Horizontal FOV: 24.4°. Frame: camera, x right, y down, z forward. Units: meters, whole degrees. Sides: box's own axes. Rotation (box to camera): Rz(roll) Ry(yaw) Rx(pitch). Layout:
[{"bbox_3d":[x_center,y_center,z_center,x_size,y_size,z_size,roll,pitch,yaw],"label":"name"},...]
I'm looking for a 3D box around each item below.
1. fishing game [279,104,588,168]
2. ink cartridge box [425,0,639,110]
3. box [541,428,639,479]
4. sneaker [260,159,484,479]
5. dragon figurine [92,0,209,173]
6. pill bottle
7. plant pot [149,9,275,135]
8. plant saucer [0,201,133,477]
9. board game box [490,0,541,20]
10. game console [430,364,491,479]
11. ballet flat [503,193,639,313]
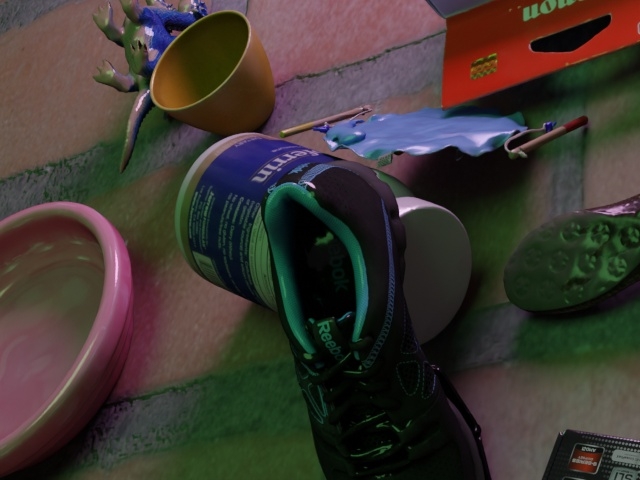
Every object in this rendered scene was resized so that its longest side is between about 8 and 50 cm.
[{"bbox_3d":[0.096,-0.091,1.341,0.264,0.041,0.189,6,19,35],"label":"fishing game"},{"bbox_3d":[0.217,-0.265,1.358,0.275,0.060,0.239,-17,49,30],"label":"ink cartridge box"},{"bbox_3d":[0.247,0.248,0.973,0.270,0.060,0.216,4,60,43],"label":"box"},{"bbox_3d":[0.025,0.106,1.119,0.125,0.139,0.341,-20,85,18],"label":"sneaker"},{"bbox_3d":[-0.180,-0.198,1.688,0.085,0.144,0.289,-33,53,31],"label":"dragon figurine"},{"bbox_3d":[0.000,0.000,1.324,0.264,0.153,0.153,21,73,47],"label":"pill bottle"},{"bbox_3d":[-0.103,-0.166,1.597,0.134,0.095,0.134,-24,44,25],"label":"plant pot"},{"bbox_3d":[-0.318,0.116,1.560,0.332,0.084,0.332,-23,46,26],"label":"plant saucer"},{"bbox_3d":[0.246,-0.306,1.447,0.160,0.047,0.210,-19,48,29],"label":"board game box"},{"bbox_3d":[0.066,0.177,1.185,0.122,0.107,0.071,-28,15,20],"label":"game console"},{"bbox_3d":[0.261,-0.007,1.187,0.250,0.058,0.084,-31,63,26],"label":"ballet flat"}]
